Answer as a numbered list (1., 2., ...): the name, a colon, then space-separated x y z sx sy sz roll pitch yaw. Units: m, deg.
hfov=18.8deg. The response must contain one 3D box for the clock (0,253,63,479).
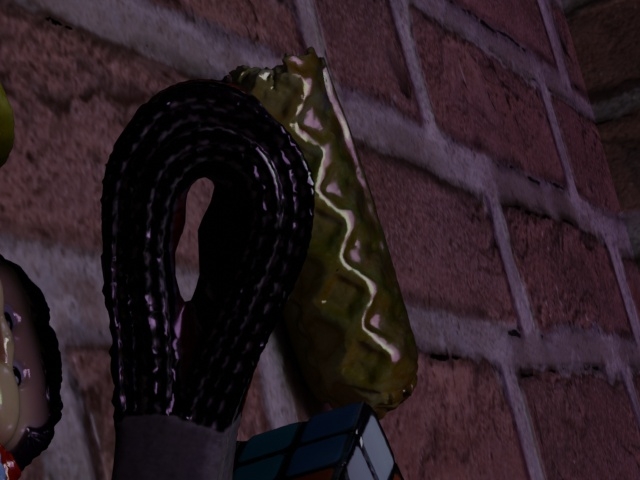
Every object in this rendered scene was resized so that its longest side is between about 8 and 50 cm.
1. clock: -0.174 0.078 0.781 0.195 0.100 0.194 17 61 -66

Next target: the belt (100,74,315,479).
1. belt: -0.064 0.106 0.860 0.094 0.126 0.360 -39 132 -85

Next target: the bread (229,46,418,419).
1. bread: 0.000 0.000 1.380 0.087 0.098 0.269 -19 92 -30

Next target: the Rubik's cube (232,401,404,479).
1. Rubik's cube: -0.025 0.199 1.012 0.154 0.151 0.155 -63 133 -67

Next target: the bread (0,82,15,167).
1. bread: -0.198 -0.073 0.847 0.129 0.111 0.114 46 23 -62
